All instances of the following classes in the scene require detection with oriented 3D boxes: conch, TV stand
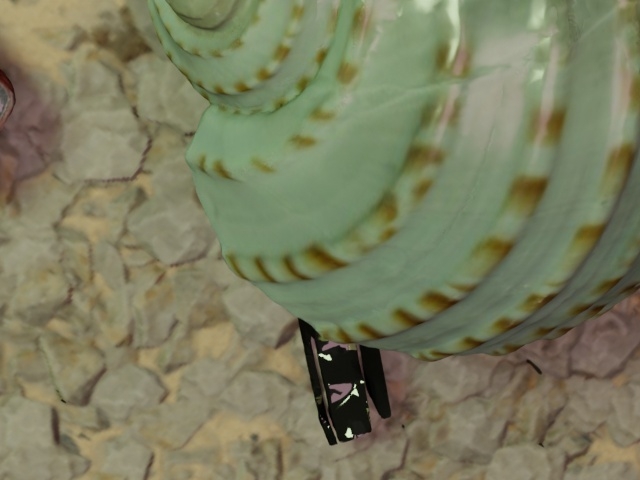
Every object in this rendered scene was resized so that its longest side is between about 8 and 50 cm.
[{"bbox_3d":[0.083,-0.105,0.654,0.319,0.215,0.303,-9,81,-17],"label":"conch"},{"bbox_3d":[0.000,0.000,0.806,0.042,0.036,0.249,-13,114,-5],"label":"TV stand"}]

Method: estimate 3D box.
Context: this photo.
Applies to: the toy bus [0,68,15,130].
[{"bbox_3d":[-0.232,-0.111,0.694,0.077,0.065,0.192,-44,115,0],"label":"toy bus"}]
